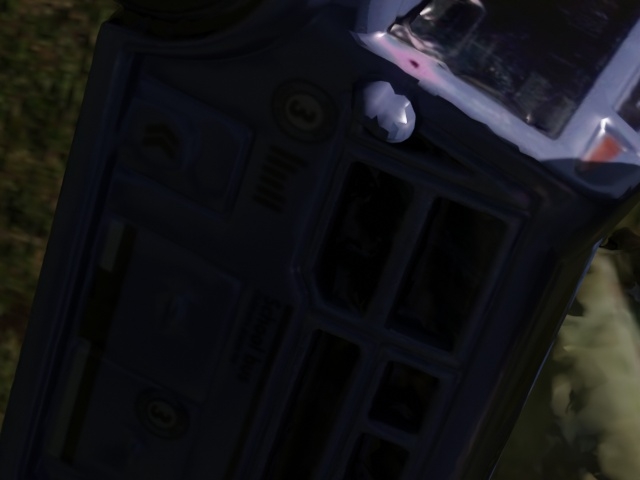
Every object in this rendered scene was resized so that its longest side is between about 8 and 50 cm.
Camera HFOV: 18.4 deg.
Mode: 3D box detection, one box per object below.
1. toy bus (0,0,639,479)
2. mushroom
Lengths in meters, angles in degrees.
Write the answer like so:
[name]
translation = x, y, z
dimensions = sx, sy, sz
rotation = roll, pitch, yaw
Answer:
[toy bus]
translation = 0.000, 0.000, 0.461
dimensions = 0.125, 0.133, 0.292
rotation = -51, 165, -52
[mushroom]
translation = 0.067, 0.117, 0.910
dimensions = 0.130, 0.344, 0.247
rotation = 8, 77, -2
